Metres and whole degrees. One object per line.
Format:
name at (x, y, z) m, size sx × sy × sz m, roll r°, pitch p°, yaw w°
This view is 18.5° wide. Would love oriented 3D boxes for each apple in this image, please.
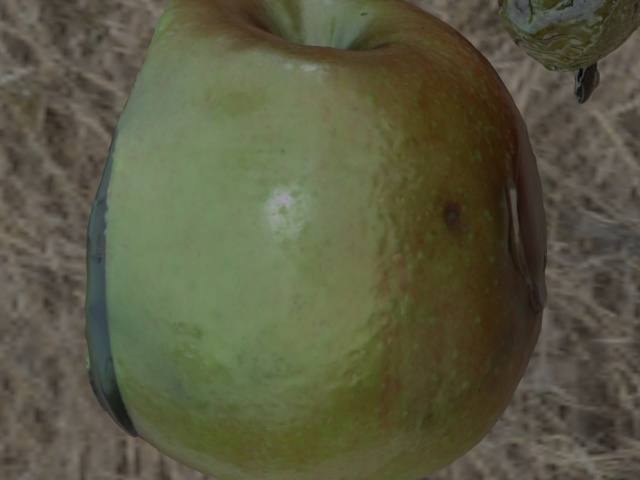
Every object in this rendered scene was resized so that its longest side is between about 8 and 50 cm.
apple at (0.000, 0.000, 0.803) m, size 0.174 × 0.207 × 0.188 m, roll 44°, pitch 139°, yaw 42°

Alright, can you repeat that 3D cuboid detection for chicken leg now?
chicken leg at (0.267, -0.263, 1.372) m, size 0.361 × 0.211 × 0.140 m, roll -39°, pitch 60°, yaw 11°
